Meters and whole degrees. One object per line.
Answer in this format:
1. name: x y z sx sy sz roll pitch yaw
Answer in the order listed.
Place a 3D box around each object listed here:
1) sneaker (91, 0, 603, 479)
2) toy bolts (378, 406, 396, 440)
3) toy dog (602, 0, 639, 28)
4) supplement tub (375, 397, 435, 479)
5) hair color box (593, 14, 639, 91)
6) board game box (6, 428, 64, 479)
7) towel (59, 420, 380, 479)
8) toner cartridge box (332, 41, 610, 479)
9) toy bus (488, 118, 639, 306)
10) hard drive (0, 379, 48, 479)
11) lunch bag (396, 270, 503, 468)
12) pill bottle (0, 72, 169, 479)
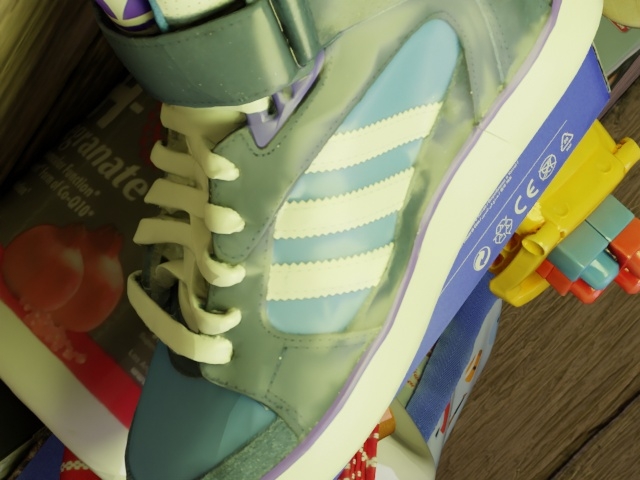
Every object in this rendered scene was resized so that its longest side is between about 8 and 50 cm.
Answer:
1. sneaker: -0.049 -0.047 0.779 0.236 0.130 0.323 29 97 -37
2. toy bolts: -0.004 0.021 1.356 0.158 0.218 0.228 -44 -173 -19
3. toy dog: 0.236 -0.296 1.284 0.334 0.161 0.220 -59 172 -9
4. supplement tub: -0.097 0.214 1.605 0.331 0.241 0.241 -41 173 7
5. hair color box: 0.137 -0.098 1.750 0.374 0.113 0.185 -41 171 -36
6. board game box: -0.122 0.215 1.333 0.232 0.141 0.291 -51 168 1
7. towel: -0.061 0.111 1.137 0.031 0.198 0.275 57 33 -55
8. toner cartridge box: 0.000 0.000 1.111 0.348 0.165 0.075 -54 150 -12
9. toy bus: 0.145 -0.026 1.416 0.149 0.211 0.220 -45 175 -20
10. hard drive: -0.251 0.175 1.305 0.339 0.064 0.237 -38 170 -47
11. lunch bag: 0.021 0.192 2.019 0.385 0.239 0.328 -42 -167 45
12. pill bottle: -0.030 -0.029 0.987 0.318 0.176 0.176 -45 172 -6
